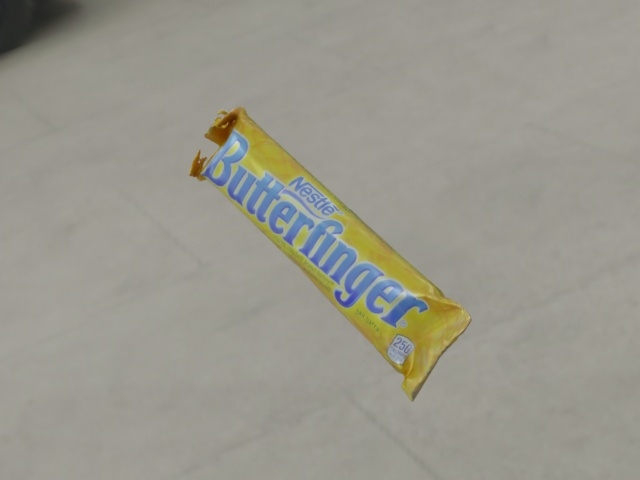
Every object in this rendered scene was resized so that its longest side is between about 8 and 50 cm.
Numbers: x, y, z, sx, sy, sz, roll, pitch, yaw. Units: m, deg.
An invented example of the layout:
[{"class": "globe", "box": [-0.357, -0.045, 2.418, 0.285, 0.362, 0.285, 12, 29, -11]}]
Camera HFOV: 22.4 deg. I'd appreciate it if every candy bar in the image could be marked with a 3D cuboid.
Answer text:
[{"class": "candy bar", "box": [0.000, 0.000, 0.639, 0.018, 0.040, 0.161, 11, 26, -49]}]
